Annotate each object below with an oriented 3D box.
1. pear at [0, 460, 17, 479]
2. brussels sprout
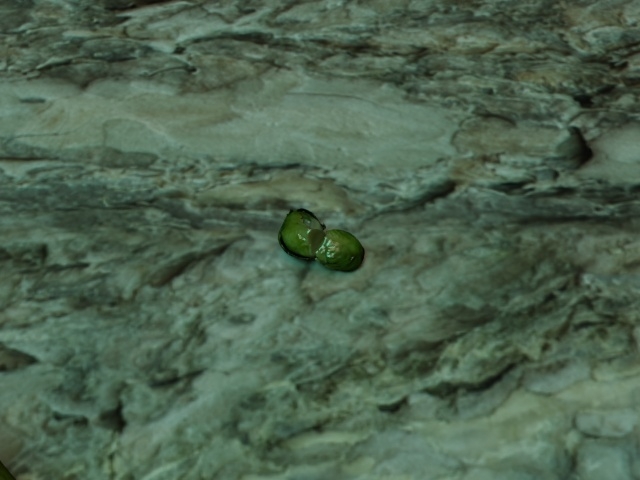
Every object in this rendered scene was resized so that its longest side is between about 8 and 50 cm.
[{"bbox_3d":[-0.314,0.240,0.702,0.375,0.287,0.287,32,60,2],"label":"pear"},{"bbox_3d":[0.001,0.001,1.005,0.083,0.046,0.051,19,16,10],"label":"brussels sprout"}]
